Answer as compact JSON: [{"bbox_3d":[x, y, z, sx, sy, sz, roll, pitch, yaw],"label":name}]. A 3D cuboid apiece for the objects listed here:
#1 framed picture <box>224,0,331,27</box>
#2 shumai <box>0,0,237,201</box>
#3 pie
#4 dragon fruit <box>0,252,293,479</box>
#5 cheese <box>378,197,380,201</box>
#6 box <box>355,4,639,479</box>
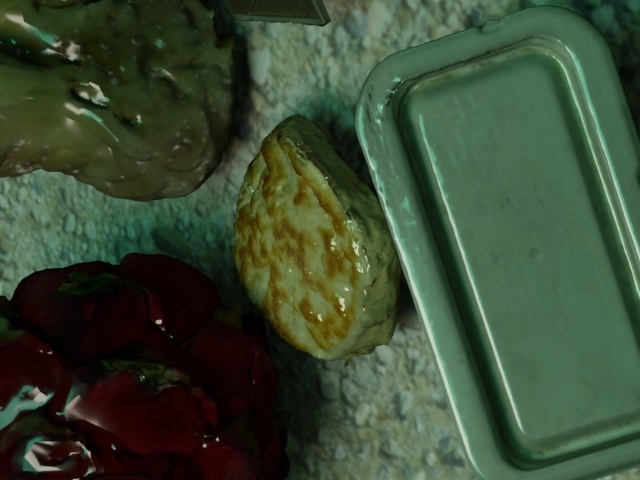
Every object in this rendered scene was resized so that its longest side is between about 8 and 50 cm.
[{"bbox_3d":[-0.055,-0.224,1.228,0.149,0.011,0.109,17,137,56],"label":"framed picture"},{"bbox_3d":[-0.258,-0.161,1.277,0.346,0.283,0.217,51,126,15],"label":"shumai"},{"bbox_3d":[0.000,0.000,1.249,0.205,0.084,0.179,49,139,32],"label":"pie"},{"bbox_3d":[-0.177,0.165,1.288,0.329,0.329,0.329,10,108,32],"label":"dragon fruit"},{"bbox_3d":[0.096,-0.039,1.217,0.095,0.038,0.145,51,124,11],"label":"cheese"},{"bbox_3d":[0.149,0.002,1.086,0.175,0.182,0.312,-18,93,6],"label":"box"}]
